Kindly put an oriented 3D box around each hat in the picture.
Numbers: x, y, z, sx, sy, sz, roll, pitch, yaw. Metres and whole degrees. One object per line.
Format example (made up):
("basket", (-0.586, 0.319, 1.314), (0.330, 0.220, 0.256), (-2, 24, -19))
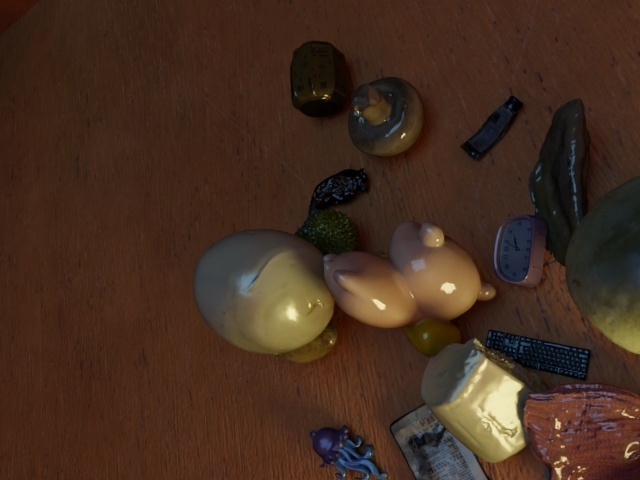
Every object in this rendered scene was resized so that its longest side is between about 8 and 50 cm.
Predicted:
("hat", (0.518, 0.347, 1.039), (0.287, 0.107, 0.236), (-19, 101, 21))

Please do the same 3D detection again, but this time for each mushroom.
("mushroom", (0.147, -0.309, 1.443), (0.204, 0.204, 0.204), (-11, 70, 32))
("mushroom", (0.602, 0.037, 0.993), (0.352, 0.260, 0.351), (-16, 61, 31))

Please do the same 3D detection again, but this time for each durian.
("durian", (0.014, 0.004, 1.473), (0.198, 0.159, 0.146), (-34, 22, 52))

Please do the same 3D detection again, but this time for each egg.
("egg", (-0.140, 0.110, 1.343), (0.345, 0.283, 0.282), (10, 82, 38))

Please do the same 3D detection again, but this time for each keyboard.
("keyboard", (0.434, 0.230, 1.199), (0.205, 0.013, 0.061), (8, 80, 36))

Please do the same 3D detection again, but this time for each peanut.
("peanut", (-0.071, 0.232, 1.479), (0.253, 0.122, 0.137), (14, 77, 34))

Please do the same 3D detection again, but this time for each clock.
("clock", (0.408, 0.020, 1.237), (0.110, 0.050, 0.152), (3, 83, 49))

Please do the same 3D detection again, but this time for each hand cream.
("hand cream", (0.398, -0.260, 1.361), (0.163, 0.039, 0.062), (-50, 57, 19))

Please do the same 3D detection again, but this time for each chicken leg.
("chicken leg", (0.022, -0.104, 1.561), (0.253, 0.051, 0.106), (-44, 62, 19))

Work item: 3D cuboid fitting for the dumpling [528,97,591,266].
("dumpling", (0.504, -0.112, 1.208), (0.086, 0.166, 0.331), (1, 94, -8))

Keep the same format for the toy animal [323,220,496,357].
("toy animal", (0.186, 0.057, 1.246), (0.246, 0.345, 0.277), (-54, 20, 22))

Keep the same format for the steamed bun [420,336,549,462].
("steamed bun", (0.311, 0.287, 1.146), (0.200, 0.225, 0.170), (-43, 13, 3))

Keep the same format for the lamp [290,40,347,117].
("lamp", (-0.006, -0.439, 1.616), (0.161, 0.161, 0.184), (-11, 70, 32))

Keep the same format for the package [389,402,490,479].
("package", (0.251, 0.465, 1.243), (0.154, 0.030, 0.239), (-36, 59, 19))

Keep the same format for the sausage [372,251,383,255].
("sausage", (0.102, 0.066, 1.469), (0.132, 0.024, 0.024), (-36, 59, 21))

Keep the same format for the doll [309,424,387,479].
("doll", (0.059, 0.490, 1.350), (0.206, 0.067, 0.109), (25, 77, 26))
